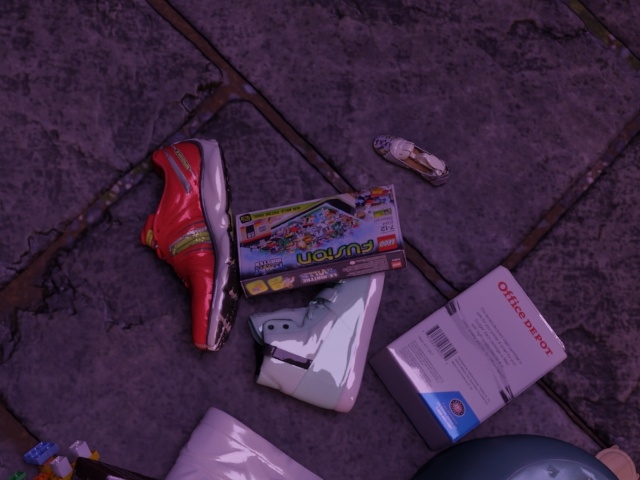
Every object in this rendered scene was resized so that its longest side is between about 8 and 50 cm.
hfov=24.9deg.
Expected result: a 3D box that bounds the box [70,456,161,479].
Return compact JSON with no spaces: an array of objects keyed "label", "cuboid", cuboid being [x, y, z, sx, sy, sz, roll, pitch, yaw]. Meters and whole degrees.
[{"label":"box","cuboid":[-0.245,0.438,1.549,0.143,0.191,0.381,22,80,-17]}]

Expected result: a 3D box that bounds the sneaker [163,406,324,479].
[{"label":"sneaker","cuboid":[-0.061,0.348,1.728,0.292,0.108,0.169,33,69,7]}]

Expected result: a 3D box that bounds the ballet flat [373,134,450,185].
[{"label":"ballet flat","cuboid":[0.127,-0.114,1.953,0.114,0.041,0.041,29,68,-5]}]

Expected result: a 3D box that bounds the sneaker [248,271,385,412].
[{"label":"sneaker","cuboid":[-0.008,0.077,1.827,0.151,0.094,0.256,15,69,-8]}]

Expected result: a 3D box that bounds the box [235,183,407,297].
[{"label":"box","cuboid":[0.000,0.000,1.822,0.207,0.036,0.114,-11,49,5]}]

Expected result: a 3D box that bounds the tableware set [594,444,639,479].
[{"label":"tableware set","cuboid":[0.386,0.361,1.885,0.141,0.020,0.168,-41,88,-23]}]

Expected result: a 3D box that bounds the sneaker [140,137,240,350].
[{"label":"sneaker","cuboid":[-0.166,0.009,1.820,0.118,0.107,0.279,-7,71,2]}]

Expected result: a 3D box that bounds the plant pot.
[{"label":"plant pot","cuboid":[0.247,0.362,1.719,0.293,0.235,0.293,3,73,-9]}]

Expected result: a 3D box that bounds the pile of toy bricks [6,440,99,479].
[{"label":"pile of toy bricks","cuboid":[-0.344,0.327,1.665,0.212,0.118,0.105,-38,114,-38]}]

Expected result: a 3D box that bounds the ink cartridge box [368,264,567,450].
[{"label":"ink cartridge box","cuboid":[0.190,0.150,1.861,0.203,0.086,0.148,-33,84,-23]}]
